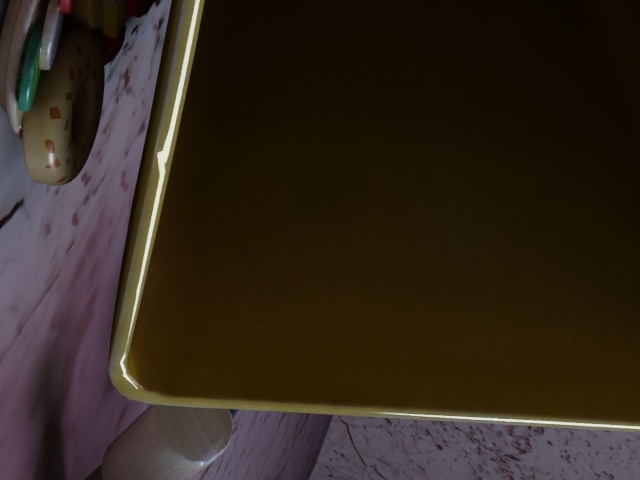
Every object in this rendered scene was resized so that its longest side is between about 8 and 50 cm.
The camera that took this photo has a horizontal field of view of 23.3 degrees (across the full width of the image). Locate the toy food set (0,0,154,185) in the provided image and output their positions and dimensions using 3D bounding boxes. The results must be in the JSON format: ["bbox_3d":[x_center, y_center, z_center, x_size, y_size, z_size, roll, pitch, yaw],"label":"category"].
[{"bbox_3d":[-0.058,-0.060,0.393,0.082,0.020,0.083,104,10,-58],"label":"toy food set"}]

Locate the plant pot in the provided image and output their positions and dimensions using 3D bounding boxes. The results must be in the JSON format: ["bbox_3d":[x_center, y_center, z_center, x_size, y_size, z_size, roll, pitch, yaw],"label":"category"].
[{"bbox_3d":[0.058,-0.087,0.435,0.187,0.212,0.212,-97,-162,-44],"label":"plant pot"}]

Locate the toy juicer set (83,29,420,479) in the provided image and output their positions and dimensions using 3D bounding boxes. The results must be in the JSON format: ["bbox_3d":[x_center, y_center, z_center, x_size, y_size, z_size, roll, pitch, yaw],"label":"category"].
[{"bbox_3d":[0.000,0.000,0.619,0.329,0.089,0.209,-65,-168,-9],"label":"toy juicer set"}]
